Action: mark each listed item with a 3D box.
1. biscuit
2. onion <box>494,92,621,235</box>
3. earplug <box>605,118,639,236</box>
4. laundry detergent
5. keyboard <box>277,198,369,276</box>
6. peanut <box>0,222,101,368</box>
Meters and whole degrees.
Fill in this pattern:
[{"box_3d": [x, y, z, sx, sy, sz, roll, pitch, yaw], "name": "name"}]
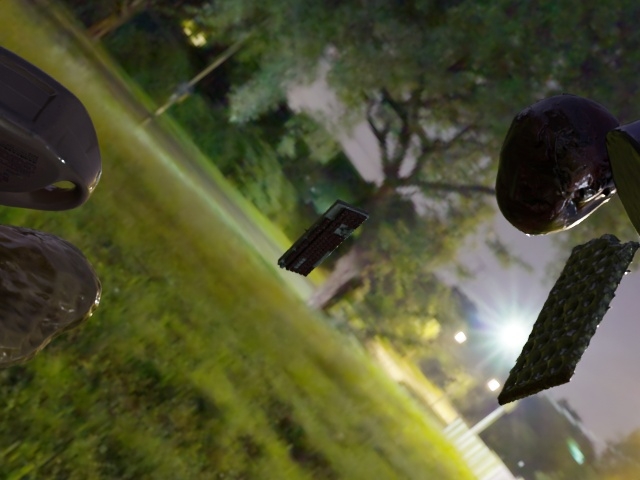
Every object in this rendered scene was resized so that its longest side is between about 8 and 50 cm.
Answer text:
[{"box_3d": [0.243, 0.066, 0.956, 0.016, 0.203, 0.144, 36, -25, -4], "name": "biscuit"}, {"box_3d": [0.424, -0.129, 1.809, 0.221, 0.280, 0.281, 22, 9, -14], "name": "onion"}, {"box_3d": [0.636, -0.143, 1.344, 0.215, 0.456, 0.215, -24, 90, -89], "name": "earplug"}, {"box_3d": [-0.304, -0.081, 0.978, 0.171, 0.076, 0.237, 33, -32, -8], "name": "laundry detergent"}, {"box_3d": [0.000, 0.000, 1.378, 0.055, 0.166, 0.017, 24, 47, -21], "name": "keyboard"}, {"box_3d": [-0.350, 0.058, 1.036, 0.197, 0.233, 0.110, 24, -50, 19], "name": "peanut"}]
